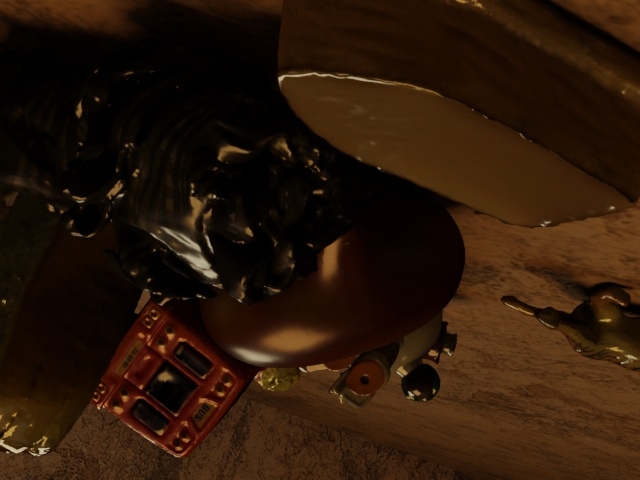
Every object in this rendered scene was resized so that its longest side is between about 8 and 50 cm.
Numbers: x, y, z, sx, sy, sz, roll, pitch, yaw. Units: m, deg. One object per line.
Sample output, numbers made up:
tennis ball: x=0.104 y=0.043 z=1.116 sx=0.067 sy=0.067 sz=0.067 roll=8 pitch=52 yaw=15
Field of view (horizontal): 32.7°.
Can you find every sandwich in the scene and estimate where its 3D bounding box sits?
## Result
sandwich: x=-0.204 y=0.030 z=0.803 sx=0.087 sy=0.251 sz=0.226 roll=30 pitch=163 yaw=-28

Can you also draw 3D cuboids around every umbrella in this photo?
umbrella: x=-0.140 y=-0.061 z=0.632 sx=0.337 sy=0.128 sz=0.154 roll=23 pitch=148 yaw=28

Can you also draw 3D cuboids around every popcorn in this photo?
popcorn: x=-0.062 y=0.167 z=1.548 sx=0.089 sy=0.109 sz=0.097 roll=-10 pitch=-137 yaw=-35

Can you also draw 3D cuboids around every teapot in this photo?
teapot: x=0.000 y=0.000 z=0.739 sx=0.178 sy=0.135 sz=0.252 roll=-13 pitch=-169 yaw=-7

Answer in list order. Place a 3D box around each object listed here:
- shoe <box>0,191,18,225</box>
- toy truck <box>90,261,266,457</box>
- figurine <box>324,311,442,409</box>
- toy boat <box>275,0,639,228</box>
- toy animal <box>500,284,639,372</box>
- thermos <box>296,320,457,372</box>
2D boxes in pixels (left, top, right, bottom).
shoe: x=-0.315 y=-0.024 z=0.973 sx=0.198 sy=0.172 sz=0.351 roll=-16 pitch=155 yaw=-18
toy truck: x=-0.083 y=0.066 z=0.861 sx=0.114 sy=0.107 sz=0.253 roll=38 pitch=-161 yaw=3
figurine: x=0.040 y=0.072 z=0.866 sx=0.147 sy=0.093 sz=0.197 roll=47 pitch=-151 yaw=1
toy boat: x=0.058 y=-0.066 z=0.486 sx=0.188 sy=0.061 sz=0.116 roll=23 pitch=166 yaw=-21
toy animal: x=0.258 y=0.082 z=0.852 sx=0.241 sy=0.056 sz=0.099 roll=14 pitch=167 yaw=11
thermos: x=0.016 y=0.064 z=1.027 sx=0.232 sy=0.099 sz=0.124 roll=15 pitch=129 yaw=5
